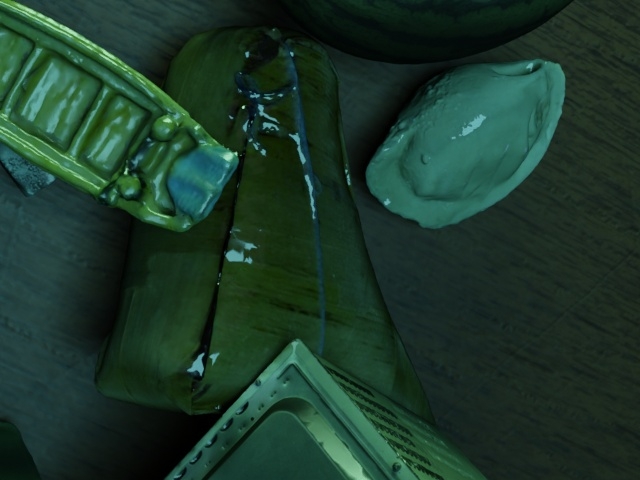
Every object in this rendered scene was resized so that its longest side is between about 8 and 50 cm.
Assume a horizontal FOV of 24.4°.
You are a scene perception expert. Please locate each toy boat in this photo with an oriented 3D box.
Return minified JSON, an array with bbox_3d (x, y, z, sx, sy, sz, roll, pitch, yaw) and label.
[{"bbox_3d":[-0.201,-0.106,1.215,0.276,0.084,0.111,30,90,-3],"label":"toy boat"}]

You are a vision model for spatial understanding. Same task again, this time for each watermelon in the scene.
[{"bbox_3d":[0.091,-0.292,1.284,0.359,0.279,0.279,-14,103,-26],"label":"watermelon"}]

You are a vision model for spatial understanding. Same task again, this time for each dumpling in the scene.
[{"bbox_3d":[0.138,-0.104,1.437,0.219,0.153,0.108,-24,64,-6],"label":"dumpling"}]

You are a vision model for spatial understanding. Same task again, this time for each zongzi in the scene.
[{"bbox_3d":[0.000,0.000,1.374,0.393,0.174,0.356,15,81,-39],"label":"zongzi"}]

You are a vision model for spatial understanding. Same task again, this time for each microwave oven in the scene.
[{"bbox_3d":[-0.015,0.343,1.272,0.394,0.247,0.333,-48,142,5],"label":"microwave oven"}]

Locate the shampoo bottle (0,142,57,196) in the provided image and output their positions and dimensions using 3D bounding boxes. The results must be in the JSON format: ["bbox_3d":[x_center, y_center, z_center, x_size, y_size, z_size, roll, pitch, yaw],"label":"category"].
[{"bbox_3d":[-0.295,-0.135,1.277,0.063,0.057,0.208,-32,106,4],"label":"shampoo bottle"}]

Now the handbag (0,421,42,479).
[{"bbox_3d":[-0.343,0.227,1.205,0.247,0.260,0.079,0,103,-22],"label":"handbag"}]
